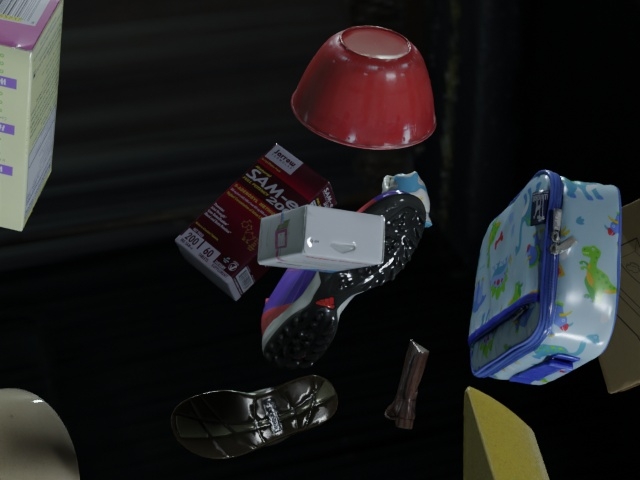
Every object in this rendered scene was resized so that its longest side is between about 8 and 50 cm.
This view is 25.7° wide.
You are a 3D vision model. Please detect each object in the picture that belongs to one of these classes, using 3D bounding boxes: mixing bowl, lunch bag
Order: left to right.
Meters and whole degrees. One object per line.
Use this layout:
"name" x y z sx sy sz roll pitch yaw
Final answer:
"mixing bowl" 0.059 -0.198 1.706 0.181 0.182 0.098 -118 -150 -51
"lunch bag" 0.209 0.044 1.328 0.219 0.090 0.176 127 -28 -71

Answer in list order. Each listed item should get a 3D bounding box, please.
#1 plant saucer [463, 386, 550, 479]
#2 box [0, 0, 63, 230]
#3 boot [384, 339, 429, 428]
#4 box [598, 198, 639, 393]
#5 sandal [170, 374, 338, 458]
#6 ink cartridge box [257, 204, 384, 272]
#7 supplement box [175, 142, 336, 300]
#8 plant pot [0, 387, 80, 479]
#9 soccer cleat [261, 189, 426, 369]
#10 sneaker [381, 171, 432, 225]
"plant saucer" 0.253 0.400 1.761 0.332 0.081 0.332 -103 -175 -46
"box" -0.399 -0.157 1.502 0.117 0.214 0.243 -77 180 -51
"boot" 0.116 0.186 1.864 0.106 0.037 0.114 -159 -103 -80
"box" 0.373 0.058 1.627 0.164 0.021 0.201 -30 -114 44
"sandal" -0.086 0.226 1.818 0.060 0.219 0.090 145 -71 -69
"ink cartridge box" 0.000 0.000 1.424 0.122 0.089 0.052 170 -74 -65
"supplement box" -0.104 -0.032 2.294 0.130 0.239 0.073 37 -17 27
"plant pot" -0.514 0.358 2.018 0.284 0.191 0.284 -2 -94 34
"soccer cleat" 0.017 0.030 1.797 0.318 0.109 0.116 -52 -145 33
"sneaker" 0.138 -0.064 2.325 0.229 0.087 0.092 167 -84 -83
